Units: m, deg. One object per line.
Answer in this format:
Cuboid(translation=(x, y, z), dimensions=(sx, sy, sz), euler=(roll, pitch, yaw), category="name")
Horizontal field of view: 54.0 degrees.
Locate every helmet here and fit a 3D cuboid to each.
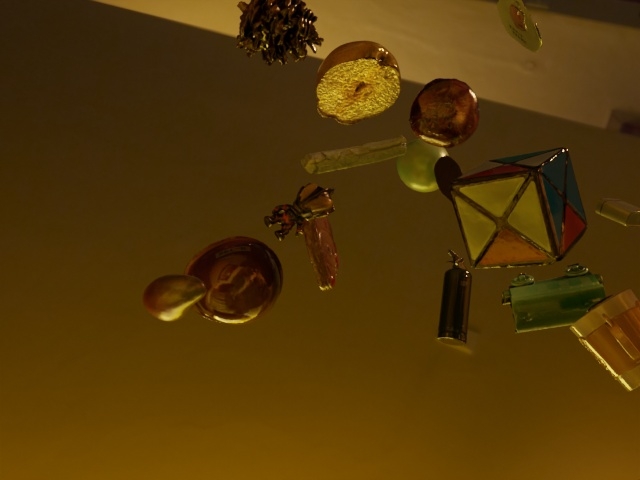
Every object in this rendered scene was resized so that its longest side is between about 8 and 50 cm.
Cuboid(translation=(-0.312, 0.175, 2.291), dimensions=(0.230, 0.385, 0.337), euler=(-132, 36, -72), category="helmet")

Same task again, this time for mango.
Cuboid(translation=(-0.449, 0.166, 1.892), dimensions=(0.289, 0.146, 0.129), euler=(-37, 19, 54), category="mango")

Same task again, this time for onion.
Cuboid(translation=(0.431, -0.441, 2.203), dimensions=(0.219, 0.252, 0.252), euler=(162, 129, -87), category="onion")

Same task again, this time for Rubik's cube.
Cuboid(translation=(0.513, -0.082, 1.626), dimensions=(0.246, 0.250, 0.248), euler=(-28, -74, -47), category="Rubik's cube")

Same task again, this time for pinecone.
Cuboid(translation=(-0.129, -0.635, 1.867), dimensions=(0.243, 0.257, 0.243), euler=(-49, -25, -33), category="pinecone")

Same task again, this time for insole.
Cuboid(translation=(0.482, -0.189, 2.230), dimensions=(0.007, 0.327, 0.111), euler=(18, -57, -34), category="insole")

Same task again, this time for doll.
Cuboid(translation=(-0.051, -0.097, 1.946), dimensions=(0.249, 0.127, 0.088), euler=(-30, 7, -20), category="doll")

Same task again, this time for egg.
Cuboid(translation=(0.437, -0.315, 2.647), dimensions=(0.269, 0.221, 0.220), euler=(-109, 21, -55), category="egg")

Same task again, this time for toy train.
Cuboid(translation=(0.696, 0.169, 1.876), dimensions=(0.202, 0.301, 0.120), euler=(-65, -39, -66), category="toy train")

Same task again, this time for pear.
Cuboid(translation=(0.147, -0.665, 2.547), dimensions=(0.386, 0.340, 0.191), euler=(-36, 45, 46), category="pear")

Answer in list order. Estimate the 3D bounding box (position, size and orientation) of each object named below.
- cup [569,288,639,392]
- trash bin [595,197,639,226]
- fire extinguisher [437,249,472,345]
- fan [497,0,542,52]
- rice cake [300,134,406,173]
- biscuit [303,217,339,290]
Cuboid(translation=(0.775, 0.255, 1.606), dimensions=(0.185, 0.226, 0.241), euler=(-39, -23, 18), category="cup")
Cuboid(translation=(1.020, -0.094, 2.119), dimensions=(0.116, 0.130, 0.059), euler=(-2, -66, -26), category="trash bin")
Cuboid(translation=(0.448, 0.189, 2.098), dimensions=(0.095, 0.115, 0.311), euler=(143, 143, -62), category="fire extinguisher")
Cuboid(translation=(0.526, -0.616, 1.665), dimensions=(0.010, 0.182, 0.310), euler=(-39, -25, 1), category="fan")
Cuboid(translation=(0.105, -0.260, 1.917), dimensions=(0.336, 0.066, 0.063), euler=(-16, -63, -16), category="rice cake")
Cuboid(translation=(0.000, 0.000, 2.322), dimensions=(0.359, 0.074, 0.381), euler=(41, -147, -69), category="biscuit")
